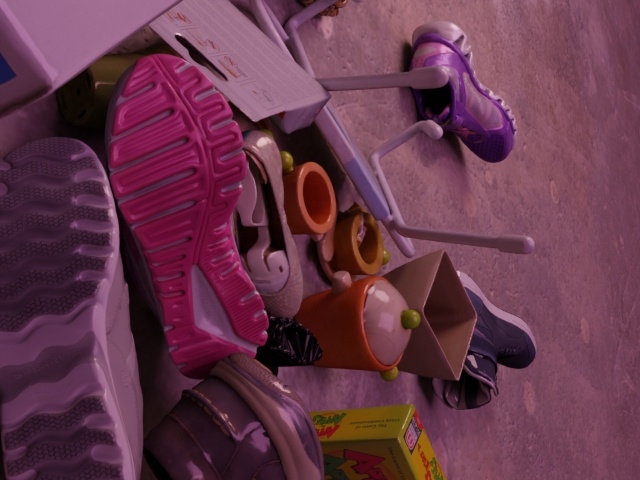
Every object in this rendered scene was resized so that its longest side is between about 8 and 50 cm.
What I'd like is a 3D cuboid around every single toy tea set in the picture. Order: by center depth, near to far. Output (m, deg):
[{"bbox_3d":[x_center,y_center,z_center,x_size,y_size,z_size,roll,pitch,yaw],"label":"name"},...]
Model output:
[{"bbox_3d":[0.000,0.000,0.924,0.336,0.124,0.200,38,50,-48],"label":"toy tea set"}]

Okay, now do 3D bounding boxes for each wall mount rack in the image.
[{"bbox_3d":[0.072,-0.113,0.978,0.350,0.131,0.304,55,9,-33],"label":"wall mount rack"}]

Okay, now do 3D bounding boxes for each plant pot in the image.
[{"bbox_3d":[-0.158,-0.114,0.753,0.079,0.083,0.083,-4,85,-46],"label":"plant pot"},{"bbox_3d":[0.106,0.088,1.101,0.109,0.096,0.109,62,35,-30],"label":"plant pot"}]

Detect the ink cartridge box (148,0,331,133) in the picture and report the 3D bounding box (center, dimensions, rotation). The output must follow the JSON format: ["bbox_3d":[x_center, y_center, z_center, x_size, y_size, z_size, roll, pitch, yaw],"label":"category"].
[{"bbox_3d":[-0.080,-0.145,0.824,0.145,0.045,0.179,43,27,5],"label":"ink cartridge box"}]

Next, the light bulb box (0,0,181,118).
[{"bbox_3d":[-0.214,-0.273,0.527,0.361,0.225,0.358,61,36,-20],"label":"light bulb box"}]

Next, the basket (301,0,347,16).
[{"bbox_3d":[-0.017,-0.437,1.055,0.214,0.223,0.299,16,64,-21],"label":"basket"}]

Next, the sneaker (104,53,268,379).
[{"bbox_3d":[-0.116,-0.021,0.747,0.103,0.111,0.252,-15,115,-22],"label":"sneaker"}]

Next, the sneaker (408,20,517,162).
[{"bbox_3d":[0.187,-0.182,1.329,0.236,0.095,0.104,50,49,-33],"label":"sneaker"}]

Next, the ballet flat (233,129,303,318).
[{"bbox_3d":[-0.053,-0.007,0.800,0.052,0.057,0.168,-48,130,-67],"label":"ballet flat"}]

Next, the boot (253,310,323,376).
[{"bbox_3d":[-0.044,0.099,0.847,0.121,0.099,0.045,38,52,-48],"label":"boot"}]

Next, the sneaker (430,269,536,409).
[{"bbox_3d":[0.212,0.159,1.252,0.226,0.086,0.163,37,40,-37],"label":"sneaker"}]

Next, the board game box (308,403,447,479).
[{"bbox_3d":[0.008,0.193,0.825,0.043,0.181,0.092,-54,126,-50],"label":"board game box"}]

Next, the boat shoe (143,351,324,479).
[{"bbox_3d":[-0.063,0.258,0.767,0.130,0.132,0.355,-26,117,-27],"label":"boat shoe"}]

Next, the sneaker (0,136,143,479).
[{"bbox_3d":[-0.180,0.068,0.668,0.115,0.105,0.281,97,-13,-77],"label":"sneaker"}]
